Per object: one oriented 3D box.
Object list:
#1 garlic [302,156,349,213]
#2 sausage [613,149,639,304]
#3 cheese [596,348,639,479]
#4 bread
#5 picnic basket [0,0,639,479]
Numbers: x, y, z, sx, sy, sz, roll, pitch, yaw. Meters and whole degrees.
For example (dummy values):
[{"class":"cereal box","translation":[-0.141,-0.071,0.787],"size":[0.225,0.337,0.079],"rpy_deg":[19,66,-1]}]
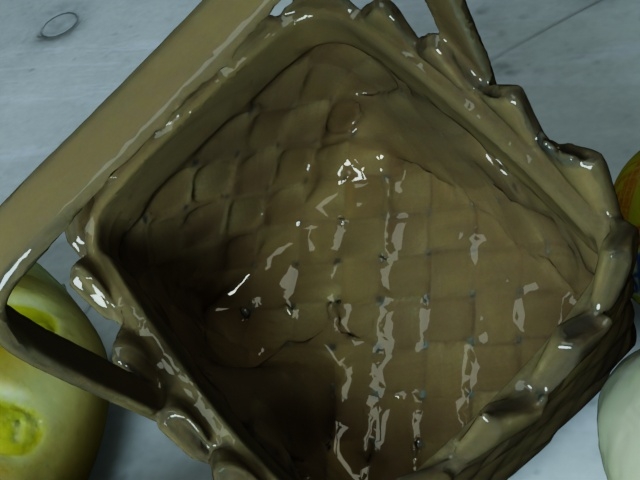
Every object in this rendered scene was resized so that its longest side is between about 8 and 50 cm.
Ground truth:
[{"class":"garlic","translation":[-0.038,-0.104,0.770],"size":[0.199,0.226,0.199],"rpy_deg":[-11,50,13]},{"class":"sausage","translation":[0.306,0.016,0.572],"size":[0.347,0.123,0.123],"rpy_deg":[16,56,34]},{"class":"cheese","translation":[0.223,0.201,0.418],"size":[0.351,0.129,0.328],"rpy_deg":[22,57,35]},{"class":"bread","translation":[-0.310,0.120,0.714],"size":[0.333,0.160,0.333],"rpy_deg":[-14,45,14]},{"class":"picnic basket","translation":[0.000,0.000,0.541],"size":[0.254,0.321,0.291],"rpy_deg":[-44,57,-2]}]
